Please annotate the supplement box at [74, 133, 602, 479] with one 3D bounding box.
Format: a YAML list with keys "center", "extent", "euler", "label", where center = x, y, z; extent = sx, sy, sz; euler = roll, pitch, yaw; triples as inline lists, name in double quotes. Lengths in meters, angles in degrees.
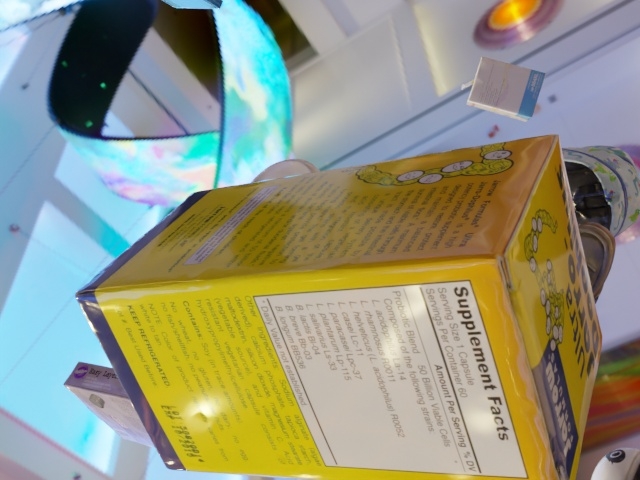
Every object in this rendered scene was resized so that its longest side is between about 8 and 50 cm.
- center: [0.022, 0.061, 0.635]
  extent: [0.195, 0.356, 0.194]
  euler: [-51, -52, -51]
  label: "supplement box"

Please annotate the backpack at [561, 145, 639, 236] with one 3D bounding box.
- center: [0.566, -0.100, 1.821]
  extent: [0.355, 0.273, 0.290]
  euler: [-3, 101, 67]
  label: "backpack"

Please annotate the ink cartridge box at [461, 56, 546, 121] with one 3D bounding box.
- center: [0.348, -0.295, 1.499]
  extent: [0.092, 0.143, 0.090]
  euler: [-29, -44, -80]
  label: "ink cartridge box"

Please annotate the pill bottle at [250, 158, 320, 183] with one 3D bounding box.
- center: [0.000, 0.000, 0.968]
  extent: [0.208, 0.117, 0.117]
  euler: [45, -153, -46]
  label: "pill bottle"

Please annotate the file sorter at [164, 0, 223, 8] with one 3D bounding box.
- center: [-0.181, -0.363, 0.960]
  extent: [0.118, 0.104, 0.170]
  euler: [27, -179, -32]
  label: "file sorter"

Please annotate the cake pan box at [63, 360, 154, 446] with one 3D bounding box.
- center: [-0.373, 0.366, 1.645]
  extent: [0.070, 0.246, 0.267]
  euler: [-64, -36, -32]
  label: "cake pan box"

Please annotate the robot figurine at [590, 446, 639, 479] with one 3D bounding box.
- center: [0.636, 0.486, 1.414]
  extent: [0.173, 0.278, 0.209]
  euler: [-45, -43, -38]
  label: "robot figurine"

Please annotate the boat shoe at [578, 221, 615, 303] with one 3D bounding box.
- center: [0.436, 0.074, 1.357]
  extent: [0.104, 0.307, 0.111]
  euler: [-30, -120, -35]
  label: "boat shoe"
